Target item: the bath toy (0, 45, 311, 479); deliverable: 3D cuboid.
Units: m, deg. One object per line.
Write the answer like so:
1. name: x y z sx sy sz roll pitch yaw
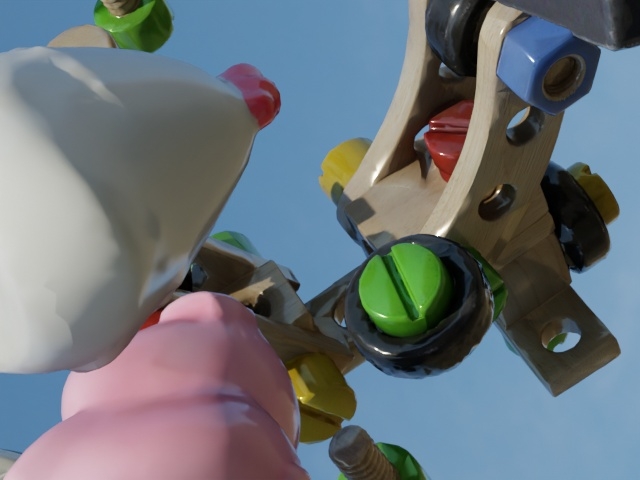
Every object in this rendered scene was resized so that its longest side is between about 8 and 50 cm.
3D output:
1. bath toy: -0.035 0.086 0.614 0.129 0.151 0.348 -34 -60 -31

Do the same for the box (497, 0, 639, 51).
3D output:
1. box: 0.057 -0.146 0.447 0.093 0.156 0.158 -19 -65 -20

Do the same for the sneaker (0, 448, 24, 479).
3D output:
1. sneaker: -0.173 0.194 1.283 0.217 0.121 0.079 25 -86 -12

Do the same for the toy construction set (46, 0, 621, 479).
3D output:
1. toy construction set: 0.000 0.000 0.872 0.257 0.309 0.237 -58 -34 -16
